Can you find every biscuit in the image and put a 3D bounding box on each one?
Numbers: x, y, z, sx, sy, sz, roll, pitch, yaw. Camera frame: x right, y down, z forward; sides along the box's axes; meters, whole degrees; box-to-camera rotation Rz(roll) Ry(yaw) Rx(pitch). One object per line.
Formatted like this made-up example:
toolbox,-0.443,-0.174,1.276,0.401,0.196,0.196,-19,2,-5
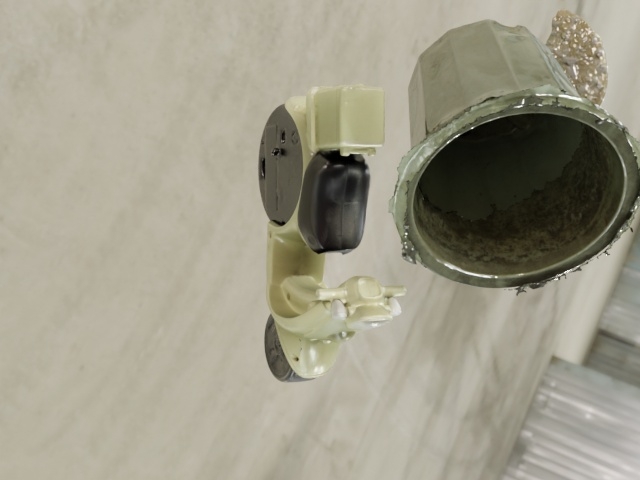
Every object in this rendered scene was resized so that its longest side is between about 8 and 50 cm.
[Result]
biscuit,0.427,-0.269,1.766,0.032,0.133,0.250,15,98,-64

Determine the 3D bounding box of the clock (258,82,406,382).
clock,0.000,0.000,1.302,0.120,0.276,0.379,-4,90,-27

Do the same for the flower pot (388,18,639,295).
flower pot,0.215,-0.119,1.199,0.259,0.290,0.290,-92,-175,-48
